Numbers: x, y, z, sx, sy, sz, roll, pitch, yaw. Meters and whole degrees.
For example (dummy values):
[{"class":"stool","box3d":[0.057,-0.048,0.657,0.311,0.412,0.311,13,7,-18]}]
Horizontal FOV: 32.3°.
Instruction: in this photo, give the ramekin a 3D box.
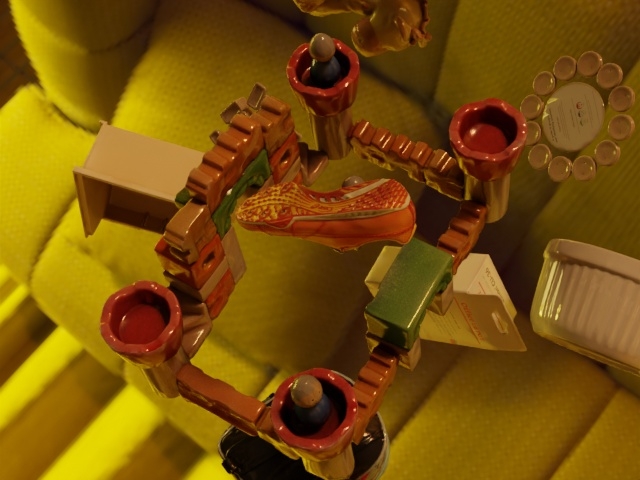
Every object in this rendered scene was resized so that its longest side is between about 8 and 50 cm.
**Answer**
[{"class":"ramekin","box3d":[0.342,0.085,1.276,0.207,0.109,0.207,22,176,2]}]

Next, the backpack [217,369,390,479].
[{"class":"backpack","box3d":[-0.011,0.350,1.838,0.225,0.253,0.191,48,175,24]}]

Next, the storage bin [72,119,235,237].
[{"class":"storage bin","box3d":[-0.293,-0.068,2.007,0.262,0.123,0.260,16,150,2]}]

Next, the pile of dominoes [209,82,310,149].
[{"class":"pile of dominoes","box3d":[-0.112,-0.200,2.400,0.196,0.040,0.251,-37,90,35]}]

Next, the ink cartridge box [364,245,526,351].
[{"class":"ink cartridge box","box3d":[0.170,0.073,1.402,0.198,0.067,0.115,6,141,39]}]

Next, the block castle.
[{"class":"block castle","box3d":[0.000,0.000,1.204,0.303,0.453,0.213,25,155,20]}]

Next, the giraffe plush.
[{"class":"giraffe plush","box3d":[0.082,-0.340,1.582,0.210,0.181,0.170,-33,86,49]}]

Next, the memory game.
[{"class":"memory game","box3d":[0.355,-0.170,1.540,0.012,0.186,0.186,6,-167,-46]}]

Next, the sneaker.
[{"class":"sneaker","box3d":[0.002,-0.015,1.022,0.175,0.064,0.067,3,133,23]}]
